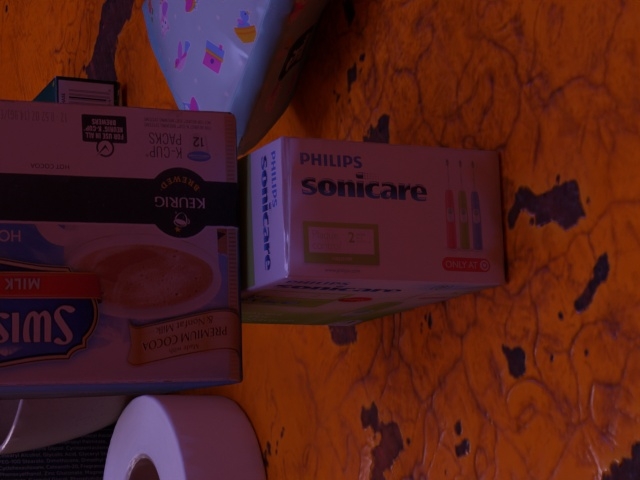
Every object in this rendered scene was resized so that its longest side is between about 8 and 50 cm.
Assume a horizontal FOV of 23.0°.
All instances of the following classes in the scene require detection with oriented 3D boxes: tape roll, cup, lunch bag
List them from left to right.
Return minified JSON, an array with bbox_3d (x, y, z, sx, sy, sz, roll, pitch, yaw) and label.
[{"bbox_3d":[-0.283,0.093,1.915,0.331,0.237,0.331,-10,79,64],"label":"cup"},{"bbox_3d":[-0.160,0.316,1.795,0.286,0.100,0.286,-10,78,63],"label":"tape roll"},{"bbox_3d":[-0.078,-0.244,1.627,0.262,0.160,0.223,-107,33,-46],"label":"lunch bag"}]

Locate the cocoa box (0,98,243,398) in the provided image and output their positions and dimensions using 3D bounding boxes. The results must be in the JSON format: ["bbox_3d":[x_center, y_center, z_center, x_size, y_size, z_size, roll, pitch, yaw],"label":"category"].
[{"bbox_3d":[-0.264,0.016,1.291,0.231,0.347,0.228,-15,75,62],"label":"cocoa box"}]

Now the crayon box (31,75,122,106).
[{"bbox_3d":[-0.378,-0.018,2.266,0.313,0.106,0.363,-24,66,61],"label":"crayon box"}]

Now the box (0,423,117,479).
[{"bbox_3d":[-0.385,0.379,2.119,0.293,0.212,0.395,-52,44,50],"label":"box"}]

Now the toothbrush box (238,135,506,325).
[{"bbox_3d":[0.000,0.000,1.383,0.283,0.206,0.122,-23,68,61],"label":"toothbrush box"}]
